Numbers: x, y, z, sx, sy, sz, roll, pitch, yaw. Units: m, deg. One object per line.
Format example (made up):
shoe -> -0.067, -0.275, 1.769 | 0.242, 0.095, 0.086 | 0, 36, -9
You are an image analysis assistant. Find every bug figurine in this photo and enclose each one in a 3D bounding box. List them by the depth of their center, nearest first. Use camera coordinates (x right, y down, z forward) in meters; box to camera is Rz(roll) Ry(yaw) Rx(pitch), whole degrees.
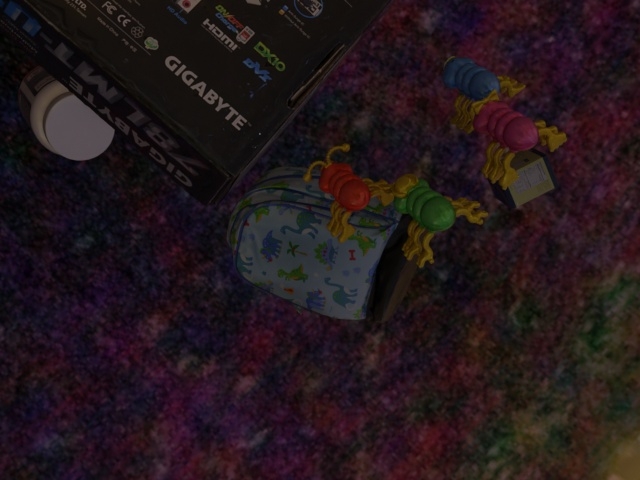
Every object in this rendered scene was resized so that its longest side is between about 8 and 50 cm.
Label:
bug figurine -> 0.122, -0.098, 0.831 | 0.279, 0.216, 0.072 | -41, 128, -6

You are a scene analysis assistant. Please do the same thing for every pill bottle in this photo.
pill bottle -> -0.680, -0.344, 2.082 | 0.210, 0.363, 0.210 | -12, 117, -24

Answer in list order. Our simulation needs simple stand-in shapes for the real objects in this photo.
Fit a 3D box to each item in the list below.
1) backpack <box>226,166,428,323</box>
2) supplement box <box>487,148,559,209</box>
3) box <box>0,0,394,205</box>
backpack -> 0.000, 0.000, 1.492 | 0.273, 0.355, 0.290 | -42, 157, -50
supplement box -> 0.317, -0.101, 1.230 | 0.083, 0.083, 0.056 | -27, 108, 2
box -> -0.079, -0.223, 0.454 | 0.293, 0.295, 0.073 | -53, -173, -23
